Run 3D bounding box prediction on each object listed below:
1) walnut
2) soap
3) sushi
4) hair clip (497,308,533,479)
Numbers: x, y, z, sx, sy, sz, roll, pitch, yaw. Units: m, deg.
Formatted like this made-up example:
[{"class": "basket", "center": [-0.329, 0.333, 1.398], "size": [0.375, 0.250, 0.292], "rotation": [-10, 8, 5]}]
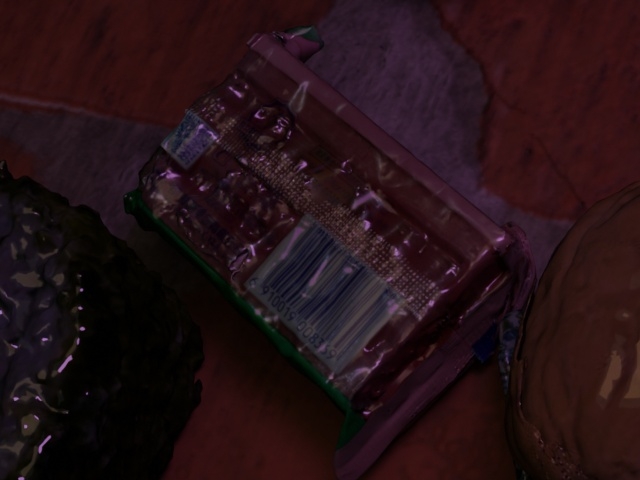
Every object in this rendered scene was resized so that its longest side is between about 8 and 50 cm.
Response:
[{"class": "walnut", "center": [0.207, 0.078, 0.954], "size": [0.198, 0.198, 0.245], "rotation": [12, 55, 24]}, {"class": "soap", "center": [-0.001, -0.001, 1.121], "size": [0.218, 0.098, 0.273], "rotation": [-45, 59, -6]}, {"class": "sushi", "center": [-0.259, 0.130, 1.101], "size": [0.294, 0.178, 0.352], "rotation": [9, 67, 25]}, {"class": "hair clip", "center": [0.136, 0.148, 1.027], "size": [0.036, 0.066, 0.229], "rotation": [-17, 60, 43]}]
